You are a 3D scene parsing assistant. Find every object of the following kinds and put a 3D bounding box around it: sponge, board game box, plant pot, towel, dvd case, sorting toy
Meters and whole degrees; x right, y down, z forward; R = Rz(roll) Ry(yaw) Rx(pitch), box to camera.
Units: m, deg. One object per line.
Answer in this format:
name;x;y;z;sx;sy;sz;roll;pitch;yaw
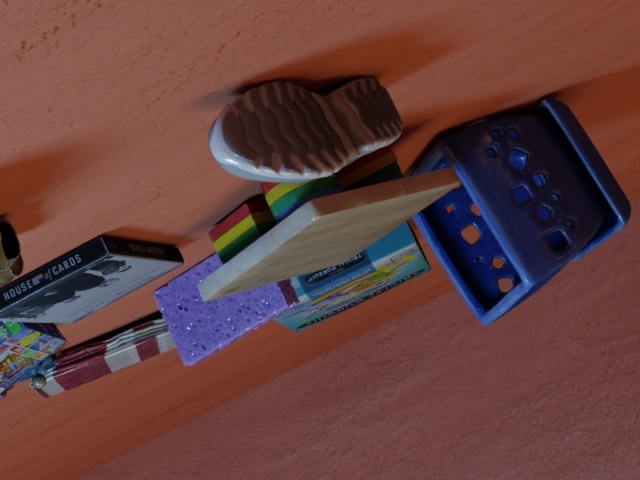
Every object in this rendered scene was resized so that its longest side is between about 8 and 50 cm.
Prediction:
sponge;-0.132;0.079;2.273;0.210;0.117;0.031;-31;170;34
board game box;-0.414;0.149;2.126;0.136;0.035;0.201;-38;169;-1
plant pot;0.275;-0.050;2.273;0.212;0.236;0.236;-28;172;-18
towel;-0.290;0.163;2.566;0.329;0.037;0.237;-22;171;-8
dvd case;-0.288;0.051;2.026;0.179;0.030;0.238;-27;170;13
sorting toy;-0.003;-0.036;2.070;0.257;0.089;0.255;-14;165;-43
board game box;0.037;0.048;2.609;0.253;0.079;0.336;-25;169;4

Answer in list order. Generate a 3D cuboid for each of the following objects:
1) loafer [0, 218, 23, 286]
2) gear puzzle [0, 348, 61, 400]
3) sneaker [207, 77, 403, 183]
loafer;-0.324;0.011;1.664;0.050;0.056;0.148;-19;170;4
gear puzzle;-0.491;0.204;2.275;0.175;0.044;0.339;-28;169;19
sneaker;-0.027;-0.094;1.686;0.115;0.105;0.281;-32;168;34
